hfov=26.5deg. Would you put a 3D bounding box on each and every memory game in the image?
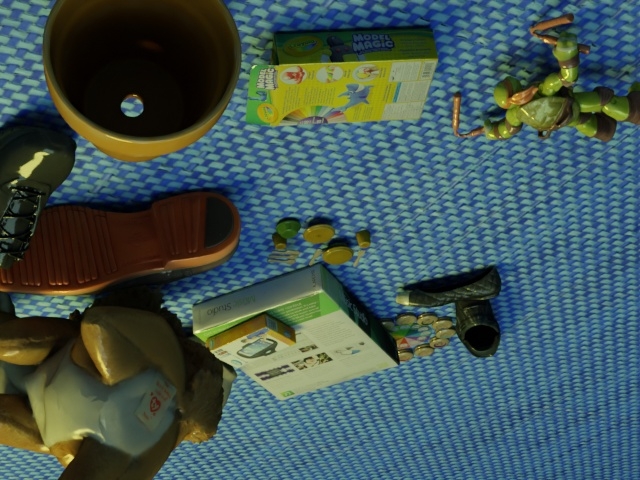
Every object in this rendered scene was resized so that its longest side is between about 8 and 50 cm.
[{"bbox_3d":[0.145,0.171,2.368,0.186,0.012,0.186,-7,151,-4],"label":"memory game"}]

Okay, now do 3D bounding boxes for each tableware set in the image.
[{"bbox_3d":[0.000,0.000,2.015,0.154,0.024,0.104,3,146,-19],"label":"tableware set"}]

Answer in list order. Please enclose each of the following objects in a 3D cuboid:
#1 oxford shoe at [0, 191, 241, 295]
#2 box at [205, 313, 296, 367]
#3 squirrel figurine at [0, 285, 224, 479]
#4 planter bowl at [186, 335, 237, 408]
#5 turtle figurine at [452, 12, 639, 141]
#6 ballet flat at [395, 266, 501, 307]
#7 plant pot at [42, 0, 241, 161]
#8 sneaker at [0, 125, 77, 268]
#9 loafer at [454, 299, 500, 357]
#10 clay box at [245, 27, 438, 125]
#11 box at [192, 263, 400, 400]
[{"bbox_3d":[-0.289,0.028,1.879,0.363,0.130,0.133,-6,157,-5],"label":"oxford shoe"},{"bbox_3d":[-0.116,0.163,2.147,0.136,0.028,0.081,-27,144,26],"label":"box"},{"bbox_3d":[-0.352,0.193,1.946,0.370,0.281,0.397,10,-172,35],"label":"squirrel figurine"},{"bbox_3d":[-0.206,0.221,2.233,0.109,0.162,0.162,-41,146,2],"label":"planter bowl"},{"bbox_3d":[0.305,-0.179,1.712,0.217,0.087,0.269,6,148,-25],"label":"turtle figurine"},{"bbox_3d":[0.206,0.077,2.199,0.173,0.049,0.057,-10,-166,4],"label":"ballet flat"},{"bbox_3d":[-0.199,-0.173,1.491,0.205,0.205,0.188,-2,165,-12],"label":"plant pot"},{"bbox_3d":[-0.390,-0.039,1.725,0.109,0.130,0.286,14,143,-31],"label":"sneaker"},{"bbox_3d":[0.267,0.156,2.307,0.076,0.078,0.223,-12,151,7],"label":"loafer"},{"bbox_3d":[0.020,-0.195,1.638,0.222,0.053,0.127,-2,150,-9],"label":"clay box"},{"bbox_3d":[-0.035,0.157,2.238,0.232,0.059,0.322,-18,149,17],"label":"box"}]
